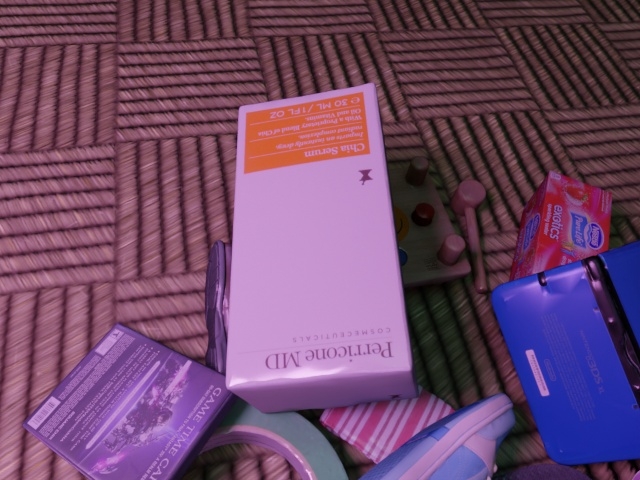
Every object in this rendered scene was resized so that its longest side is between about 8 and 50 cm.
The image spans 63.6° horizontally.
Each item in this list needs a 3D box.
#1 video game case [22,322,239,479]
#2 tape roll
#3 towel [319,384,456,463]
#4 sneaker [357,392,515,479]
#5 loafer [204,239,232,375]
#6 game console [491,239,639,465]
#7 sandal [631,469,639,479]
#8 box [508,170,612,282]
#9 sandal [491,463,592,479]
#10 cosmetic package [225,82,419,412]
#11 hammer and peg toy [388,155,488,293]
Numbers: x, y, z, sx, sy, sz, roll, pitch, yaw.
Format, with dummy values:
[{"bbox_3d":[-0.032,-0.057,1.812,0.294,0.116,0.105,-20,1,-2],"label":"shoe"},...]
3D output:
[{"bbox_3d":[-0.268,0.236,0.729,0.274,0.026,0.196,15,53,31],"label":"video game case"},{"bbox_3d":[-0.115,0.377,0.687,0.320,0.077,0.322,3,57,-4],"label":"tape roll"},{"bbox_3d":[0.114,0.282,0.808,0.197,0.029,0.144,32,59,11],"label":"towel"},{"bbox_3d":[0.189,0.355,0.684,0.318,0.127,0.208,-23,71,-31],"label":"sneaker"},{"bbox_3d":[-0.143,0.129,0.852,0.084,0.096,0.268,8,61,-25],"label":"loafer"},{"bbox_3d":[0.454,0.170,0.817,0.173,0.250,0.293,-3,73,-54],"label":"game console"},{"bbox_3d":[0.459,0.350,0.652,0.169,0.102,0.416,32,70,5],"label":"sandal"},{"bbox_3d":[0.446,0.012,0.964,0.128,0.123,0.257,21,57,7],"label":"box"},{"bbox_3d":[0.287,0.383,0.751,0.254,0.055,0.097,-3,49,3],"label":"sandal"},{"bbox_3d":[0.000,0.000,0.764,0.229,0.161,0.454,-8,60,8],"label":"cosmetic package"},{"bbox_3d":[0.170,-0.028,0.955,0.361,0.127,0.266,-8,58,-11],"label":"hammer and peg toy"}]
